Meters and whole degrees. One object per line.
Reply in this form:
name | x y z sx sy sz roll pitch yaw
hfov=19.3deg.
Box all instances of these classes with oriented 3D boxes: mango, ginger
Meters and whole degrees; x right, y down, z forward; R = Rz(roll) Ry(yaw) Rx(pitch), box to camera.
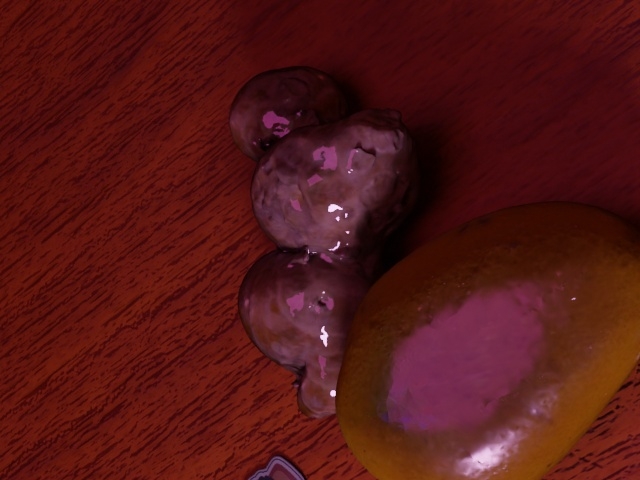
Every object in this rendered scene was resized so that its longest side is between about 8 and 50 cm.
mango | 0.173 0.104 1.817 0.365 0.182 0.253 -37 76 25
ginger | 0.000 0.000 1.979 0.256 0.176 0.375 1 91 55

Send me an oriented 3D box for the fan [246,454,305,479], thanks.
fan | -0.023 0.346 2.076 0.132 0.009 0.220 -52 59 25
